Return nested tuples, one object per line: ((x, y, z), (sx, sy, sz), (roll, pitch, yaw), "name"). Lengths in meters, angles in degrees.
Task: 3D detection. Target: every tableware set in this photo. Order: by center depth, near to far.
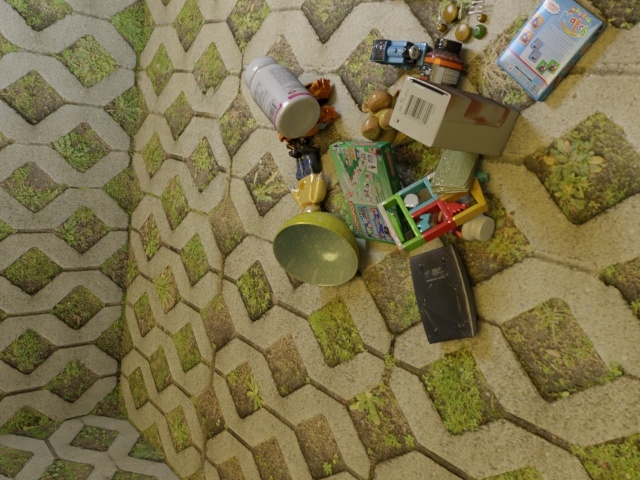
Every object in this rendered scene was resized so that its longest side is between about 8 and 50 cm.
((0.381, -0.590, 1.535), (0.154, 0.024, 0.104), (16, 107, 46), "tableware set")

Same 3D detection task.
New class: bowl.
((0.000, 0.000, 1.865), (0.289, 0.289, 0.156), (-37, 23, 43), "bowl")

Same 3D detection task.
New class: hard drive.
((0.345, 0.151, 1.582), (0.172, 0.054, 0.254), (-23, 75, 47), "hard drive")

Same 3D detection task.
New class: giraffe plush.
((0.194, -0.370, 1.678), (0.210, 0.181, 0.170), (103, 163, -70), "giraffe plush")

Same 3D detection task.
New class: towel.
((0.357, -0.183, 1.505), (0.110, 0.027, 0.148), (3, 57, 34), "towel")

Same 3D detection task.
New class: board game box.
((0.540, -0.464, 1.346), (0.160, 0.039, 0.211), (58, 131, 29), "board game box")
((0.152, -0.140, 1.690), (0.213, 0.046, 0.317), (13, 129, 48), "board game box")

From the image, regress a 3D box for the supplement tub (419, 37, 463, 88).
((0.324, -0.443, 1.544), (0.106, 0.106, 0.197), (30, 113, 44), "supplement tub")

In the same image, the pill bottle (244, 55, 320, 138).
((-0.135, -0.484, 1.889), (0.283, 0.160, 0.160), (55, 129, 32), "pill bottle")

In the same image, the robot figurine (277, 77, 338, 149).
((-0.063, -0.441, 1.993), (0.291, 0.085, 0.211), (-23, 73, 46), "robot figurine")

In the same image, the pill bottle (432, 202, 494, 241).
((0.380, -0.049, 1.510), (0.152, 0.086, 0.086), (25, 110, 46), "pill bottle")

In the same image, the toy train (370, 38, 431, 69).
((0.235, -0.538, 1.638), (0.184, 0.105, 0.080), (23, 109, 46), "toy train")

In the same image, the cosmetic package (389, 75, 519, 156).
((0.333, -0.301, 1.396), (0.153, 0.296, 0.129), (38, 118, 39), "cosmetic package")

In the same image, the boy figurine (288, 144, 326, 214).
((-0.049, -0.180, 1.988), (0.177, 0.092, 0.285), (-11, 80, 45), "boy figurine")

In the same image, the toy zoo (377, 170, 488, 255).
((0.311, -0.101, 1.511), (0.293, 0.030, 0.192), (-29, 45, 11), "toy zoo")
